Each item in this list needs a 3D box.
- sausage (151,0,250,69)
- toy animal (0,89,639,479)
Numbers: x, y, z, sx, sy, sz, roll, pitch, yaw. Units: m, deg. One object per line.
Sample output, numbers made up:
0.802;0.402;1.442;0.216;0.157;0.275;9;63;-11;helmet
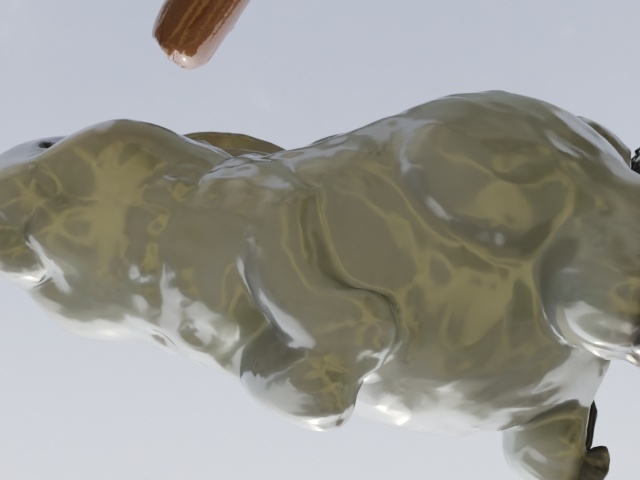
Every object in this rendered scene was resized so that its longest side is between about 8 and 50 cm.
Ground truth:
-0.170;-0.425;1.237;0.121;0.121;0.304;35;-79;0;sausage
0.000;0.000;0.420;0.357;0.194;0.258;13;-149;14;toy animal
